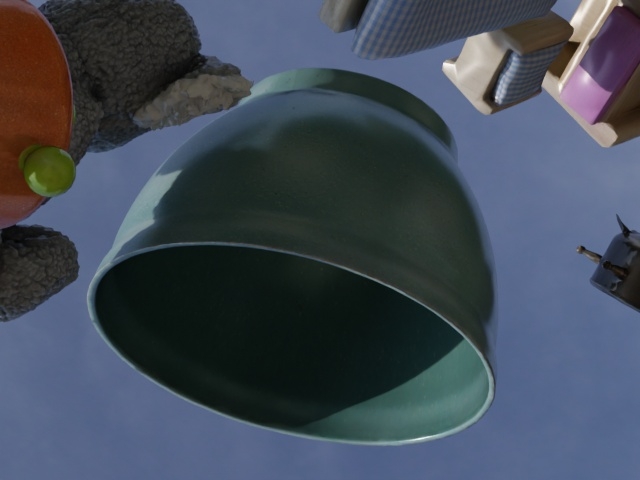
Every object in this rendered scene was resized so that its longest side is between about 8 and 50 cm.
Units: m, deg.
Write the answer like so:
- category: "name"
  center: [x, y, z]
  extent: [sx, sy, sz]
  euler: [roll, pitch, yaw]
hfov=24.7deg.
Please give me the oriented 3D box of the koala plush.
- category: "koala plush"
  center: [-0.168, -0.100, 0.940]
  extent: [0.221, 0.196, 0.203]
  euler: [-27, -31, -23]

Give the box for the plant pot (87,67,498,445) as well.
- category: "plant pot"
  center: [0.000, 0.000, 1.071]
  extent: [0.293, 0.293, 0.196]
  euler: [35, -125, -30]

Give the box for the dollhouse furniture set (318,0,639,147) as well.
- category: "dollhouse furniture set"
  center: [0.143, -0.095, 0.558]
  extent: [0.303, 0.198, 0.286]
  euler: [-22, -31, -43]

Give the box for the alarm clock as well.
- category: "alarm clock"
  center: [0.301, 0.050, 1.163]
  extent: [0.192, 0.129, 0.064]
  euler: [31, -85, -5]

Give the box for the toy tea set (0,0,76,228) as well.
- category: "toy tea set"
  center: [-0.213, -0.111, 0.620]
  extent: [0.124, 0.200, 0.336]
  euler: [-3, -115, -50]
